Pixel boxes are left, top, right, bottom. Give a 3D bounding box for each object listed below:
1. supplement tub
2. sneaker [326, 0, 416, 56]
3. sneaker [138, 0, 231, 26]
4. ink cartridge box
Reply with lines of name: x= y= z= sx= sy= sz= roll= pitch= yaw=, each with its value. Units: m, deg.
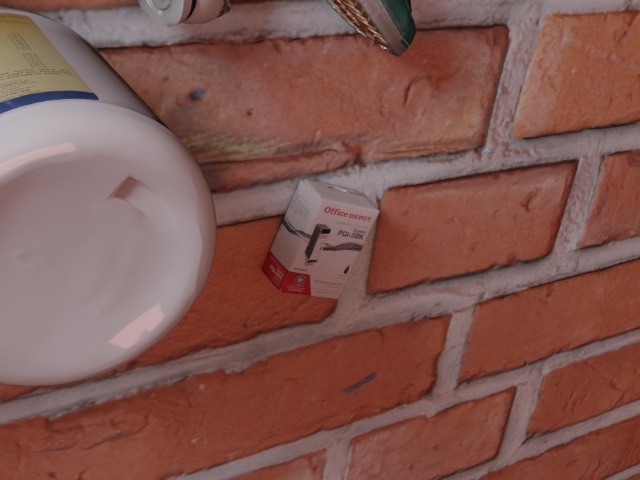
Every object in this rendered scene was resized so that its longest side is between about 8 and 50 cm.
supplement tub: x=-0.245 y=-0.056 z=0.714 sx=0.228 sy=0.316 sz=0.228 roll=-17 pitch=128 yaw=-24
sneaker: x=0.041 y=-0.316 z=0.880 sx=0.121 sy=0.108 sz=0.302 roll=-46 pitch=137 yaw=-3
sneaker: x=-0.114 y=-0.318 z=0.802 sx=0.094 sy=0.090 sz=0.235 roll=-21 pitch=132 yaw=-45
ink cartridge box: x=0.000 y=0.000 z=1.100 sx=0.099 sy=0.056 sz=0.135 roll=9 pitch=114 yaw=-37
